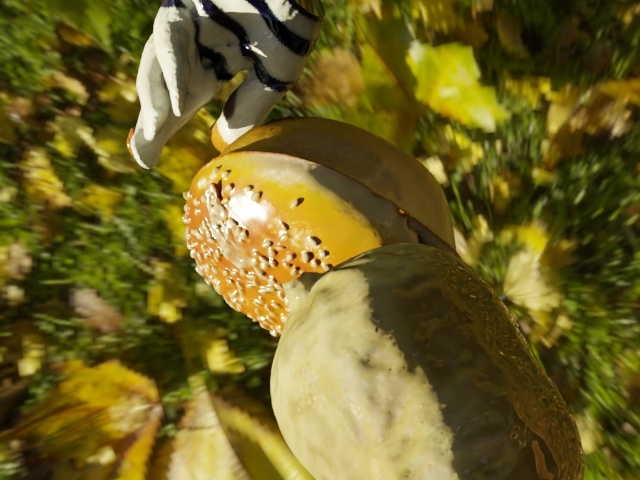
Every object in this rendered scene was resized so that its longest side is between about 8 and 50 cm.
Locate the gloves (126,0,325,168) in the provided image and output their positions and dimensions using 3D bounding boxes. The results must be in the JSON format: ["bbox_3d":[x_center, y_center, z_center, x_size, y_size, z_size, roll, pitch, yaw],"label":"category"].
[{"bbox_3d":[-0.104,-0.164,1.773,0.219,0.140,0.131,-38,61,23],"label":"gloves"}]

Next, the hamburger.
[{"bbox_3d":[0.001,-0.002,1.530,0.237,0.237,0.147,14,62,6],"label":"hamburger"}]

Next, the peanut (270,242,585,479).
[{"bbox_3d":[0.049,0.084,0.927,0.129,0.129,0.224,-41,42,3],"label":"peanut"}]
